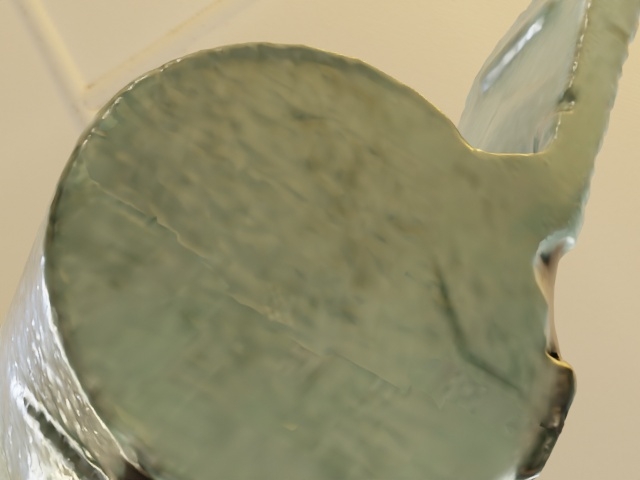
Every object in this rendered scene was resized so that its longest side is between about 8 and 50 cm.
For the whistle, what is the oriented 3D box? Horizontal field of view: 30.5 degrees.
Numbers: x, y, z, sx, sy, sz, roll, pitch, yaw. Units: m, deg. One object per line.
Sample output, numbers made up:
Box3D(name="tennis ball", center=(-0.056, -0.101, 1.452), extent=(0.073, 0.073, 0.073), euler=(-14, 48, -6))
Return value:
Box3D(name="whistle", center=(0.027, 0.016, 0.497), extent=(0.188, 0.404, 0.168), euler=(56, -32, 10))
